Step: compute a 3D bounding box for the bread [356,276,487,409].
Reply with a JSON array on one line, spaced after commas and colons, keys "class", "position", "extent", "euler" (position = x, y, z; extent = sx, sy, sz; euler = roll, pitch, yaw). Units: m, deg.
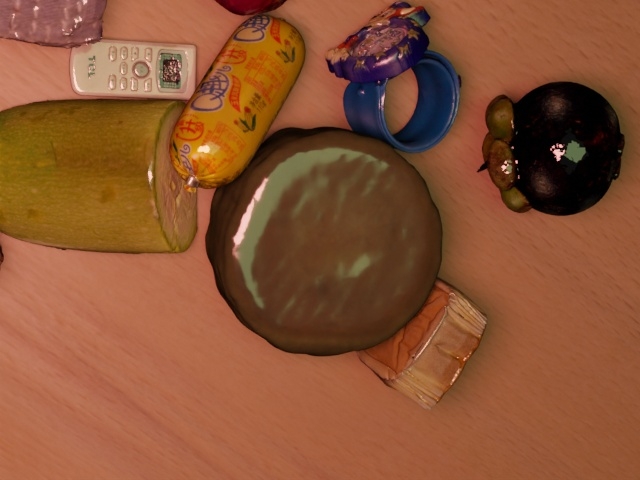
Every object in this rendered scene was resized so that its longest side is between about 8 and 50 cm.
[{"class": "bread", "position": [0.163, 0.156, 1.596], "extent": [0.110, 0.210, 0.192], "euler": [36, 85, -22]}]

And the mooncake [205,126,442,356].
[{"class": "mooncake", "position": [0.000, 0.000, 1.538], "extent": [0.356, 0.194, 0.356], "euler": [-2, 99, -14]}]

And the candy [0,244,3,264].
[{"class": "candy", "position": [-0.556, -0.074, 1.326], "extent": [0.179, 0.135, 0.321], "euler": [-14, 107, -8]}]

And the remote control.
[{"class": "remote control", "position": [-0.283, -0.259, 1.504], "extent": [0.190, 0.029, 0.087], "euler": [1, 95, -17]}]

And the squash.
[{"class": "squash", "position": [-0.363, -0.094, 1.483], "extent": [0.309, 0.210, 0.234], "euler": [1, 98, 12]}]

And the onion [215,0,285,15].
[{"class": "onion", "position": [-0.091, -0.406, 1.443], "extent": [0.140, 0.218, 0.195], "euler": [-48, 139, -16]}]

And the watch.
[{"class": "watch", "position": [0.126, -0.248, 1.576], "extent": [0.196, 0.171, 0.200], "euler": [-33, 119, -13]}]

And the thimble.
[{"class": "thimble", "position": [-0.380, -0.386, 1.368], "extent": [0.172, 0.205, 0.236], "euler": [6, 89, -19]}]

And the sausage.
[{"class": "sausage", "position": [-0.119, -0.212, 1.468], "extent": [0.123, 0.123, 0.347], "euler": [36, 58, -18]}]

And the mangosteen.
[{"class": "mangosteen", "position": [0.380, -0.150, 1.638], "extent": [0.243, 0.243, 0.243], "euler": [-2, 97, -17]}]
